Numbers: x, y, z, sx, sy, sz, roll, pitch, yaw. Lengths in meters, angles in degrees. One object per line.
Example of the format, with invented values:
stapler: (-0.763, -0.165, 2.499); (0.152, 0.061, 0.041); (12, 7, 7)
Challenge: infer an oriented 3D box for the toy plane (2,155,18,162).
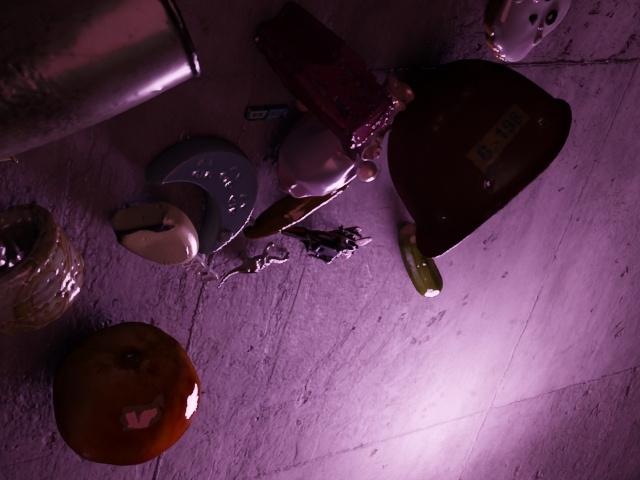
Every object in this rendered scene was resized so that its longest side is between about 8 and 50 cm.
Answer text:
toy plane: (-0.538, -0.087, 1.581); (0.229, 0.092, 0.244); (-38, 134, -16)

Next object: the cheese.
cheese: (-0.245, 0.015, 1.968); (0.127, 0.054, 0.251); (-9, 151, 20)

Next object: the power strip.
power strip: (-0.183, -0.081, 1.972); (0.167, 0.054, 0.253); (-40, 140, -6)

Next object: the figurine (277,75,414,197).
figurine: (0.039, -0.180, 1.984); (0.276, 0.133, 0.200); (-38, 107, 20)

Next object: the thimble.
thimble: (-0.458, 0.051, 1.764); (0.190, 0.137, 0.143); (-54, 151, -27)

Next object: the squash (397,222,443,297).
squash: (0.208, 0.045, 2.417); (0.066, 0.066, 0.229); (-37, 140, -10)

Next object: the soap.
soap: (0.012, -0.249, 1.844); (0.099, 0.250, 0.162); (-37, 142, -7)

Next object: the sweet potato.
sweet potato: (-0.036, -0.071, 2.090); (0.233, 0.062, 0.081); (-36, -178, -10)

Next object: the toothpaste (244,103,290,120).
toothpaste: (-0.090, -0.217, 1.965); (0.083, 0.017, 0.020); (-10, 129, -36)

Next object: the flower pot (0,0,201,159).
flower pot: (-0.365, -0.268, 1.490); (0.330, 0.293, 0.294); (-29, 139, -8)

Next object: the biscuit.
biscuit: (0.399, -0.437, 2.181); (0.208, 0.049, 0.181); (-41, 142, -3)

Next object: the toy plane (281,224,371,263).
toy plane: (0.001, 0.003, 2.199); (0.189, 0.061, 0.130); (4, 150, -39)

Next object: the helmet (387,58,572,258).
helmet: (0.242, -0.187, 2.086); (0.385, 0.337, 0.230); (-47, 107, -6)

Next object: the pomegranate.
pomegranate: (-0.343, 0.280, 2.013); (0.252, 0.229, 0.270); (-22, 147, -37)

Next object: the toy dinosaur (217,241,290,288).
toy dinosaur: (-0.122, 0.038, 2.141); (0.180, 0.037, 0.058); (-15, 127, -33)
